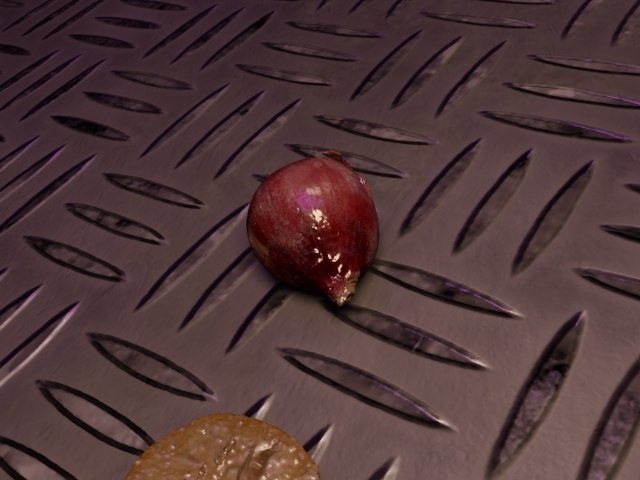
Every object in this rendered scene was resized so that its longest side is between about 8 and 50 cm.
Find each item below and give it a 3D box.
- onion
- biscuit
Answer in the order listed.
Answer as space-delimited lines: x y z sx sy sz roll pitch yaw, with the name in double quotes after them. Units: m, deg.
0.000 0.000 0.902 0.159 0.159 0.195 -22 54 -6 "onion"
-0.101 0.258 0.731 0.219 0.033 0.220 -9 43 8 "biscuit"
